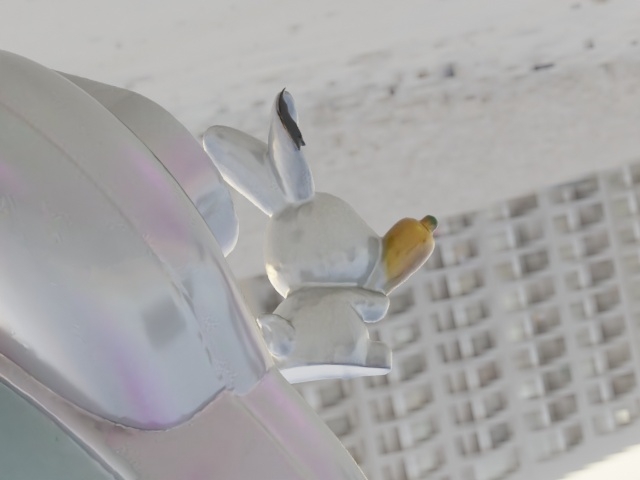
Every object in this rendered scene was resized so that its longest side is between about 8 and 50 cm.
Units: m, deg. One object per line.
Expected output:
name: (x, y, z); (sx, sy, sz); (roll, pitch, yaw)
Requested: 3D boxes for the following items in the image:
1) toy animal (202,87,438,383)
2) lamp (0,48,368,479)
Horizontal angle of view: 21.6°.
toy animal: (0.000, 0.000, 1.133); (0.131, 0.181, 0.127); (-11, 161, 24)
lamp: (-0.065, 0.068, 0.444); (0.179, 0.246, 0.108); (15, -137, 40)
